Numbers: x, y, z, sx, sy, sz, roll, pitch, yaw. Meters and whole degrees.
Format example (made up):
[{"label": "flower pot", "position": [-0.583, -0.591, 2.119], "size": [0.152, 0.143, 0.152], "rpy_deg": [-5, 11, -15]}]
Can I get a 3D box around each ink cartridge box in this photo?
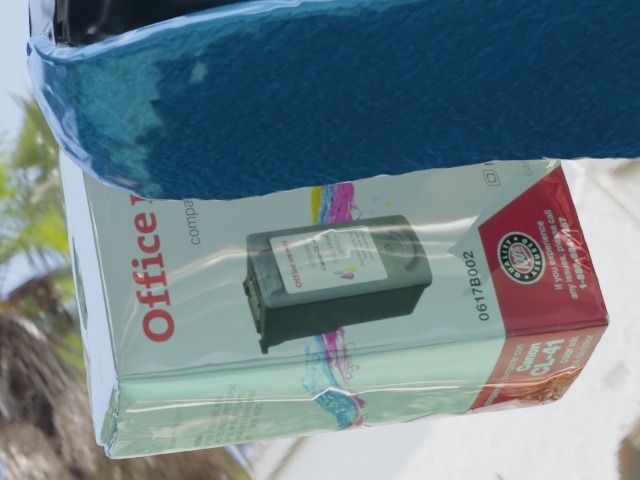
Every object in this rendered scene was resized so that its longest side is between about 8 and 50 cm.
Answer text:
[{"label": "ink cartridge box", "position": [0.000, 0.000, 1.032], "size": [0.306, 0.226, 0.131], "rpy_deg": [-6, -27, -15]}]

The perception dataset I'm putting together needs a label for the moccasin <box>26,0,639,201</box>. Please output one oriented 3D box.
[{"label": "moccasin", "position": [0.080, -0.100, 0.505], "size": [0.342, 0.116, 0.137], "rpy_deg": [-3, -36, -13]}]
